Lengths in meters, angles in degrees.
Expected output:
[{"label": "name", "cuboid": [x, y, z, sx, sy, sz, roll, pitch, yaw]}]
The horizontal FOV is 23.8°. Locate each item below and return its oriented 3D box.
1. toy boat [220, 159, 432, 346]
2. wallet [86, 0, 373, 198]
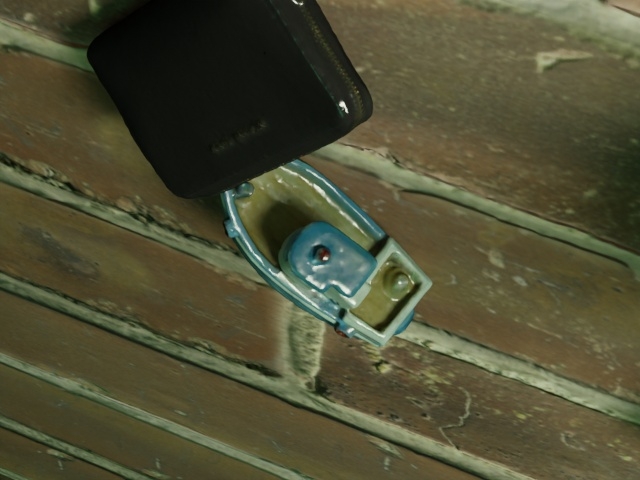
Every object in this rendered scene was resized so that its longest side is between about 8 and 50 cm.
[{"label": "toy boat", "cuboid": [0.000, 0.000, 1.167, 0.215, 0.088, 0.102, 41, 168, -11]}, {"label": "wallet", "cuboid": [-0.066, -0.111, 1.041, 0.250, 0.044, 0.149, -18, 107, 53]}]
